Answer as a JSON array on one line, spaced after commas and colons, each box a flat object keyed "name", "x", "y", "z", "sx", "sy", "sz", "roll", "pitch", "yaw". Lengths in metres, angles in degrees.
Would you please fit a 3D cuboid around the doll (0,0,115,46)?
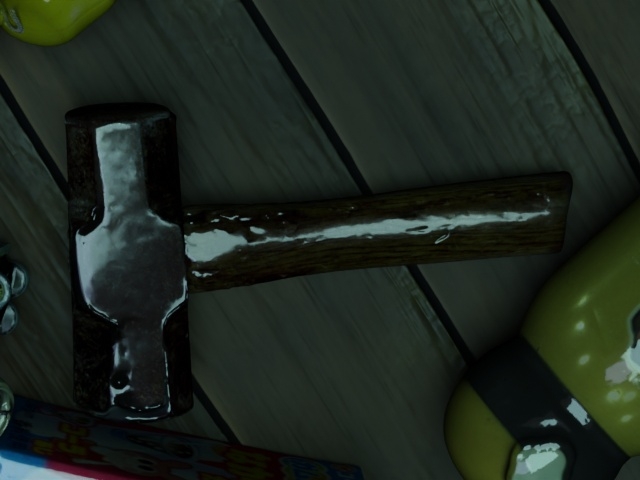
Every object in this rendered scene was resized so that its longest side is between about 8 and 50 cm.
[{"name": "doll", "x": -0.219, "y": -0.198, "z": 1.282, "sx": 0.221, "sy": 0.135, "sz": 0.143, "roll": -34, "pitch": 64, "yaw": -17}]

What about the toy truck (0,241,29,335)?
[{"name": "toy truck", "x": -0.294, "y": 0.076, "z": 1.353, "sx": 0.100, "sy": 0.077, "sz": 0.169, "roll": 17, "pitch": 99, "yaw": 2}]

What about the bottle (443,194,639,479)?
[{"name": "bottle", "x": 0.250, "y": 0.079, "z": 1.361, "sx": 0.351, "sy": 0.171, "sz": 0.171, "roll": -43, "pitch": 101, "yaw": 3}]

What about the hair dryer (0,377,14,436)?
[{"name": "hair dryer", "x": -0.298, "y": 0.019, "z": 1.274, "sx": 0.298, "sy": 0.119, "sz": 0.296, "roll": -40, "pitch": 64, "yaw": -1}]

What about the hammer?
[{"name": "hammer", "x": 0.000, "y": 0.000, "z": 1.375, "sx": 0.409, "sy": 0.095, "sz": 0.242, "roll": -6, "pitch": 101, "yaw": -10}]

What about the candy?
[{"name": "candy", "x": -0.112, "y": 0.212, "z": 1.354, "sx": 0.306, "sy": 0.157, "sz": 0.100, "roll": 14, "pitch": 98, "yaw": -8}]
